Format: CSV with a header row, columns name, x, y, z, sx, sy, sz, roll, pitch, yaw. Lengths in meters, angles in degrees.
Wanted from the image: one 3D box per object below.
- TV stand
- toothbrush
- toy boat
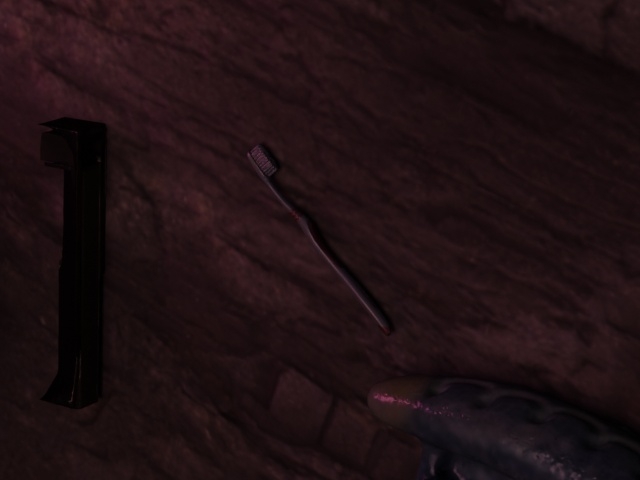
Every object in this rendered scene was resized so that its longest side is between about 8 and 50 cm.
name,x,y,z,sx,sy,sz,roll,pitch,yaw
TV stand,-0.222,0.022,1.703,0.049,0.040,0.256,12,109,29
toothbrush,0.000,0.000,1.577,0.019,0.013,0.193,-40,80,24
toy boat,0.156,0.230,1.477,0.330,0.123,0.215,24,113,26
